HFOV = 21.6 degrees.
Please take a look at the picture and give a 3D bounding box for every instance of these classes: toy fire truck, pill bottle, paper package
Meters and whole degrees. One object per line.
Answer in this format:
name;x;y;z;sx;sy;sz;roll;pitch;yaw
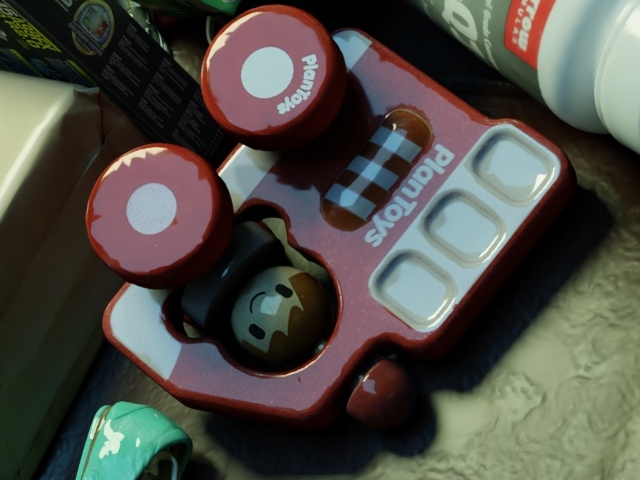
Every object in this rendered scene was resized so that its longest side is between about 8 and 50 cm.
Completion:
toy fire truck;0.000;0.000;1.188;0.254;0.169;0.302;37;85;23
pill bottle;0.181;-0.174;1.168;0.161;0.161;0.283;-45;48;-1
paper package;-0.326;0.015;1.363;0.325;0.168;0.309;14;70;36

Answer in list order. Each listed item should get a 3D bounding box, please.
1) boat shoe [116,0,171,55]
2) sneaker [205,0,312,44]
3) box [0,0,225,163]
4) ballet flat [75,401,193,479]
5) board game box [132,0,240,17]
boat shoe;-0.167;-0.188;1.474;0.049;0.040;0.142;-28;50;14
sneaker;-0.042;-0.254;1.422;0.086;0.085;0.237;-11;56;59
box;-0.227;-0.159;1.342;0.216;0.270;0.060;14;71;38
ballet flat;-0.151;0.232;1.177;0.087;0.083;0.247;11;69;21
board game box;-0.071;-0.278;1.310;0.213;0.046;0.317;-66;15;1
